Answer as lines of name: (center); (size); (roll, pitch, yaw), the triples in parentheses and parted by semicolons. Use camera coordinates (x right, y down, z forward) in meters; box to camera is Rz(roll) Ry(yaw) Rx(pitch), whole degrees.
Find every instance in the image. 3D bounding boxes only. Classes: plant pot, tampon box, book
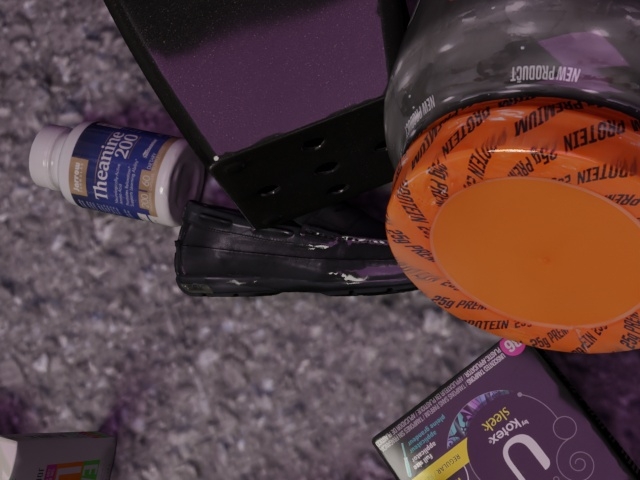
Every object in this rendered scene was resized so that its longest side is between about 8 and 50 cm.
plant pot: (-0.021, -0.116, 0.757); (0.187, 0.188, 0.167); (-20, 70, 4)
tampon box: (0.134, 0.156, 0.739); (0.120, 0.101, 0.161); (-40, 74, 8)
book: (-0.195, 0.181, 0.809); (0.035, 0.144, 0.096); (14, 87, 18)

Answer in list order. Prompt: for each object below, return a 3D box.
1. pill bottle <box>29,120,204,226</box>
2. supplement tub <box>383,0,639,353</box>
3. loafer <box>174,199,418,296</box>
pill bottle: (-0.153, -0.053, 0.871); (0.120, 0.067, 0.067); (12, 86, 18)
supplement tub: (0.158, -0.120, 0.651); (0.207, 0.207, 0.338); (9, 55, 17)
loafer: (0.000, 0.000, 0.813); (0.223, 0.076, 0.078); (-1, 90, 20)
